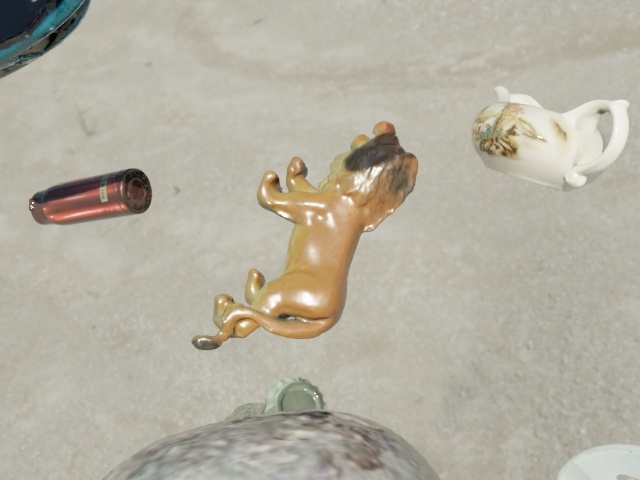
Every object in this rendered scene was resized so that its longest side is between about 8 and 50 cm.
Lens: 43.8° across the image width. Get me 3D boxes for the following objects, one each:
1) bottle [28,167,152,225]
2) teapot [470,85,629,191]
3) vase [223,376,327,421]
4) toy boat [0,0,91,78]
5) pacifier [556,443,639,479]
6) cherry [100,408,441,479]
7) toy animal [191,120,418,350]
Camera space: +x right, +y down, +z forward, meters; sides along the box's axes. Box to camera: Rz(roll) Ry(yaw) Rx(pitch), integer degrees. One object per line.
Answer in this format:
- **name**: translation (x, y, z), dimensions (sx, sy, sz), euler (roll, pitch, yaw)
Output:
- **bottle**: translation (-0.285, -0.049, 0.974), dimensions (0.164, 0.060, 0.060), euler (-7, 33, 28)
- **teapot**: translation (0.333, -0.151, 1.172), dimensions (0.298, 0.204, 0.139), euler (32, 106, 58)
- **vase**: translation (-0.044, 0.184, 0.799), dimensions (0.081, 0.081, 0.148), euler (-49, 0, -33)
- **toy boat**: translation (-0.274, -0.187, 0.678), dimensions (0.299, 0.092, 0.134), euler (-14, 70, 31)
- **pacifier**: translation (0.345, 0.385, 0.873), dimensions (0.244, 0.299, 0.233), euler (19, 29, 38)
- **cherry**: translation (-0.015, 0.223, 0.471), dimensions (0.218, 0.296, 0.255), euler (-55, 37, 33)
- **toy animal**: translation (0.000, 0.000, 0.858), dimensions (0.157, 0.097, 0.312), euler (13, 70, 21)
